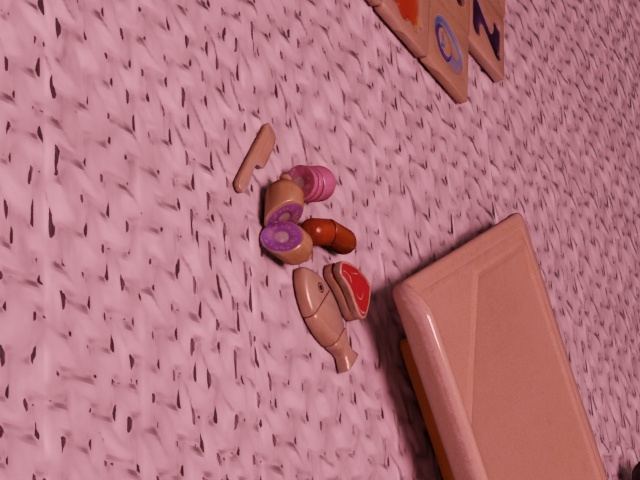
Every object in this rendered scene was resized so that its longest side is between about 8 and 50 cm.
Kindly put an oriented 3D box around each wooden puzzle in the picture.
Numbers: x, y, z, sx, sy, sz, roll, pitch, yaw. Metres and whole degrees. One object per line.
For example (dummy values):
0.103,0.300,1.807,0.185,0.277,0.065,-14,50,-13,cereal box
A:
0.112,0.109,0.950,0.239,0.044,0.221,-28,100,-66,wooden puzzle

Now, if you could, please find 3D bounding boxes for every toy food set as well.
0.000,0.000,0.818,0.122,0.019,0.078,59,32,-27,toy food set

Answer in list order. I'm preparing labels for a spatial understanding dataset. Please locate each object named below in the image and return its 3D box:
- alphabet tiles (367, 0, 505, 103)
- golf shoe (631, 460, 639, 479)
0.042,-0.263,1.037,0.342,0.011,0.285,42,43,-46,alphabet tiles
0.248,0.244,1.104,0.094,0.077,0.198,33,41,-37,golf shoe
